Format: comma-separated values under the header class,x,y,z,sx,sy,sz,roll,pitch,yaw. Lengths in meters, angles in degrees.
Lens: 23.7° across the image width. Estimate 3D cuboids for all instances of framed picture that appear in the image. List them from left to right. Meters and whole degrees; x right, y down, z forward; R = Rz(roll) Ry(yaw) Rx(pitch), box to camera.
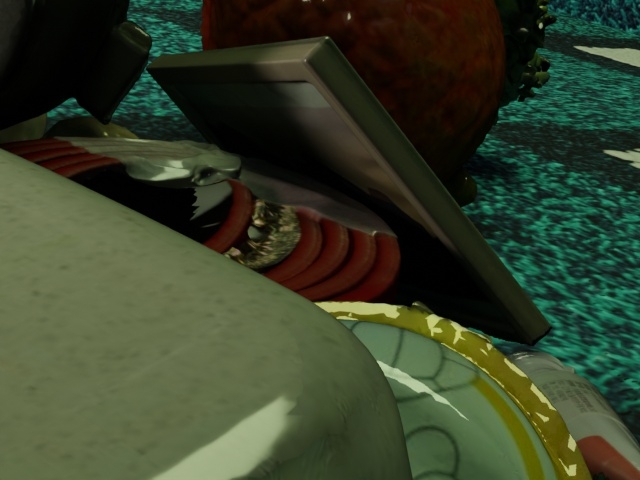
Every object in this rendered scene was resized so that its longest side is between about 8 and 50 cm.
class,x,y,z,sx,sy,sz,roll,pitch,yaw
framed picture,0.006,-0.030,0.836,0.192,0.018,0.265,49,-14,-18

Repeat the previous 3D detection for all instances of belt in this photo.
class,x,y,z,sx,sy,sz,roll,pitch,yaw
belt,-0.081,0.030,0.711,0.227,0.115,0.324,11,14,-4

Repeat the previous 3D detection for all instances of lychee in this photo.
class,x,y,z,sx,sy,sz,roll,pitch,yaw
lychee,0.028,-0.127,1.166,0.255,0.300,0.255,-21,23,9

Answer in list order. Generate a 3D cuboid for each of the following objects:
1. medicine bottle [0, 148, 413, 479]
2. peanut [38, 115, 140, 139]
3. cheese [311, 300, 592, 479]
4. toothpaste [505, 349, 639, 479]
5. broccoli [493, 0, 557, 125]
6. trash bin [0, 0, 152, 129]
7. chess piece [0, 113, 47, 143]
class,x,y,z,sx,sy,sz,roll,pitch,yaw
medicine bottle,-0.170,0.061,0.425,0.375,0.123,0.282,23,44,39
peanut,-0.112,-0.026,0.971,0.187,0.082,0.082,21,19,38
cheese,0.041,0.109,0.502,0.270,0.069,0.177,26,59,11
toothpaste,0.121,0.104,0.645,0.057,0.089,0.234,-22,16,-4
broccoli,0.056,-0.228,1.381,0.334,0.272,0.324,-4,1,7
trash bin,-0.225,-0.151,0.844,0.252,0.203,0.301,36,9,-3
chess piece,-0.296,-0.118,1.135,0.143,0.142,0.261,-3,26,-38
